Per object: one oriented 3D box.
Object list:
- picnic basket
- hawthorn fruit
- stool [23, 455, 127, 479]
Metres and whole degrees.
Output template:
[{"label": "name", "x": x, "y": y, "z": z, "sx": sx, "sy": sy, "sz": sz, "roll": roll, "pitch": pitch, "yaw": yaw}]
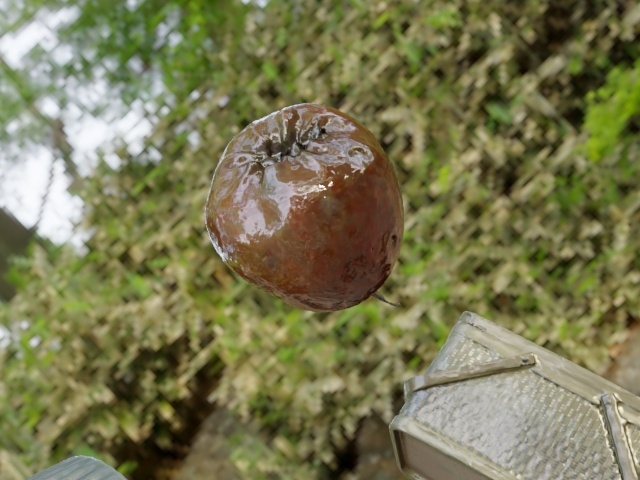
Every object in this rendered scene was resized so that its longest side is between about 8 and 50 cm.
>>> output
[{"label": "picnic basket", "x": 0.204, "y": 0.200, "z": 1.469, "sx": 0.139, "sy": 0.267, "sz": 0.165, "roll": -56, "pitch": -21, "yaw": -19}, {"label": "hawthorn fruit", "x": -0.005, "y": -0.003, "z": 1.103, "sx": 0.149, "sy": 0.189, "sz": 0.149, "roll": -15, "pitch": 19, "yaw": 5}, {"label": "stool", "x": -0.360, "y": 0.437, "z": 1.808, "sx": 0.330, "sy": 0.297, "sz": 0.297, "roll": -30, "pitch": -11, "yaw": -37}]
